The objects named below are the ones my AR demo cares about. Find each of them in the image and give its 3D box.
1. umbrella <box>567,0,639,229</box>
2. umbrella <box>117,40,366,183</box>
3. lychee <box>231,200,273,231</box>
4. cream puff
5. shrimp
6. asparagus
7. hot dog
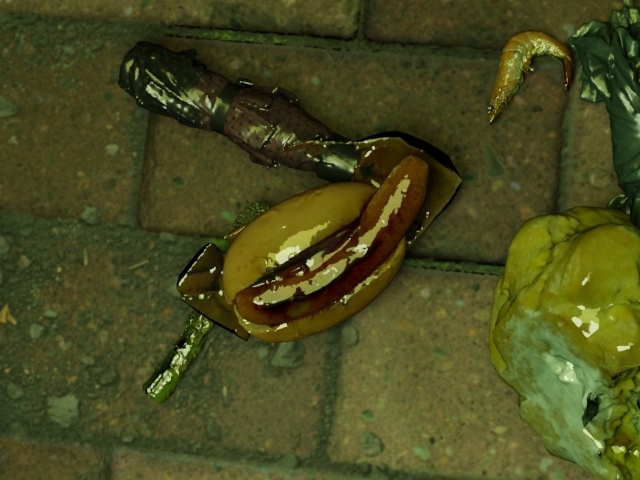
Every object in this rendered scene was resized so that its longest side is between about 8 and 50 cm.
[{"bbox_3d":[0.362,-0.157,1.899,0.143,0.094,0.349,-7,80,4],"label":"umbrella"},{"bbox_3d":[-0.085,-0.146,1.970,0.326,0.090,0.094,23,84,11],"label":"umbrella"},{"bbox_3d":[-0.071,-0.004,1.961,0.067,0.068,0.083,5,63,-20],"label":"lychee"},{"bbox_3d":[0.330,0.081,1.803,0.270,0.323,0.274,-30,54,-27],"label":"cream puff"},{"bbox_3d":[0.238,-0.181,1.954,0.091,0.025,0.127,30,86,10],"label":"shrimp"},{"bbox_3d":[-0.152,0.114,1.977,0.036,0.030,0.165,30,89,39],"label":"asparagus"},{"bbox_3d":[0.002,0.005,1.883,0.194,0.107,0.326,40,101,-23],"label":"hot dog"}]
